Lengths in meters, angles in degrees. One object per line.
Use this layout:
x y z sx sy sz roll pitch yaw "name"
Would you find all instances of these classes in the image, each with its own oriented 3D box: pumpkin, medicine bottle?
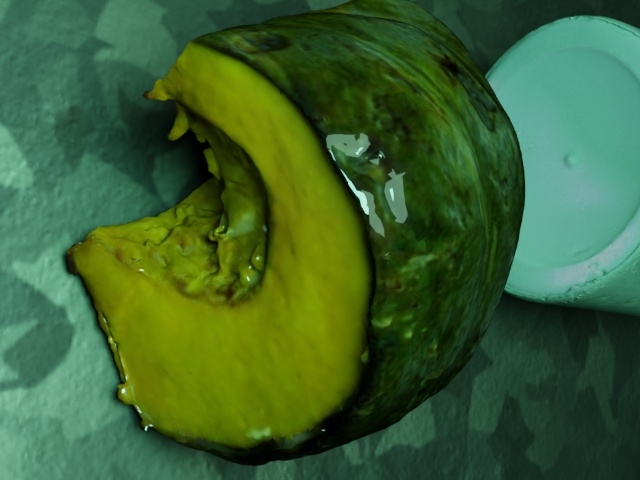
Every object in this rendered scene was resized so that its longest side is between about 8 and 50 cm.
0.000 0.000 0.839 0.256 0.303 0.225 48 44 9 "pumpkin"
0.297 -0.048 1.110 0.290 0.245 0.245 11 76 -40 "medicine bottle"
